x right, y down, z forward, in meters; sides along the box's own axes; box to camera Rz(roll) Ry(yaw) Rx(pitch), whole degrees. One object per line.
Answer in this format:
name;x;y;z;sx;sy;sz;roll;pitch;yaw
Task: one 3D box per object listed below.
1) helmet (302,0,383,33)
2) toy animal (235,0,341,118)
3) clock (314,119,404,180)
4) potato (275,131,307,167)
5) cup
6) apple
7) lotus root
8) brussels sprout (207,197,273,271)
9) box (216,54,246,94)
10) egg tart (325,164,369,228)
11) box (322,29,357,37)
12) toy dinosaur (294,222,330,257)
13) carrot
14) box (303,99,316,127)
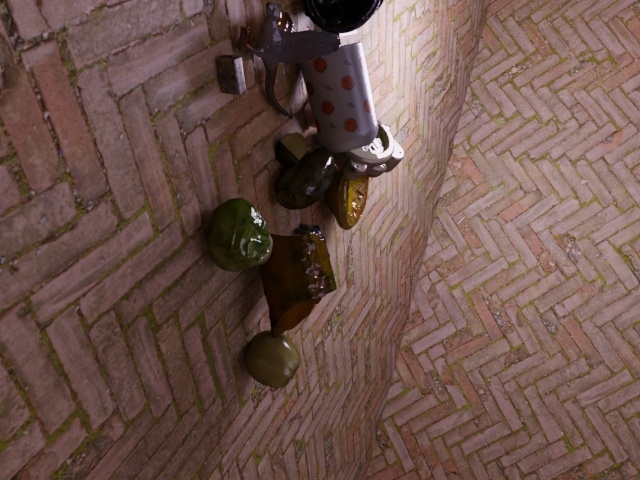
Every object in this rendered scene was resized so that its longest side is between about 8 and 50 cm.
helmet;0.062;-0.783;1.637;0.278;0.160;0.231;-34;115;-7
toy animal;-0.142;-0.519;1.498;0.302;0.225;0.284;2;121;-51
clock;0.144;-0.359;1.949;0.309;0.284;0.114;-30;168;-42
potato;-0.094;-0.298;1.700;0.096;0.066;0.103;53;48;-8
cup;0.067;-0.460;1.702;0.212;0.212;0.318;-37;117;-54
apple;-0.164;0.403;1.772;0.200;0.199;0.200;-38;135;-53
lotus root;-0.044;-0.206;1.755;0.275;0.151;0.160;-53;151;-39
brussels sprout;-0.230;-0.016;1.471;0.223;0.161;0.223;-9;90;-75
box;-0.233;-0.435;1.364;0.045;0.062;0.098;-50;142;-46
egg tart;0.101;-0.204;2.084;0.319;0.128;0.319;-43;140;-52
box;0.069;-0.831;1.789;0.159;0.071;0.240;-42;137;-53
toy dinosaur;0.000;0.000;1.905;0.247;0.188;0.075;-26;132;-60
carrot;-0.074;0.131;1.693;0.241;0.241;0.341;-5;83;-63
box;-0.005;-0.471;1.834;0.125;0.043;0.089;-63;151;-27
